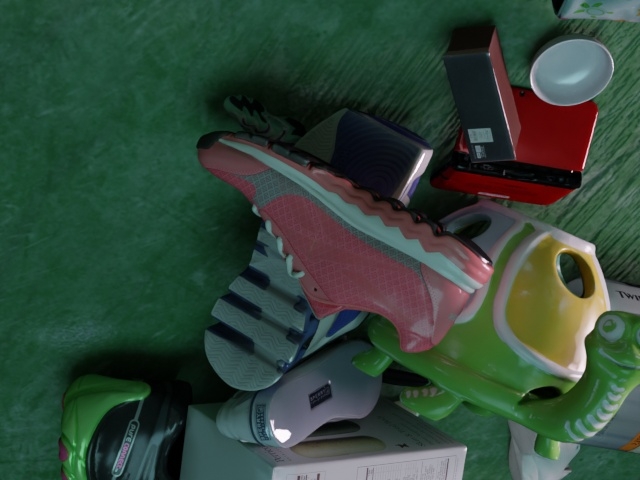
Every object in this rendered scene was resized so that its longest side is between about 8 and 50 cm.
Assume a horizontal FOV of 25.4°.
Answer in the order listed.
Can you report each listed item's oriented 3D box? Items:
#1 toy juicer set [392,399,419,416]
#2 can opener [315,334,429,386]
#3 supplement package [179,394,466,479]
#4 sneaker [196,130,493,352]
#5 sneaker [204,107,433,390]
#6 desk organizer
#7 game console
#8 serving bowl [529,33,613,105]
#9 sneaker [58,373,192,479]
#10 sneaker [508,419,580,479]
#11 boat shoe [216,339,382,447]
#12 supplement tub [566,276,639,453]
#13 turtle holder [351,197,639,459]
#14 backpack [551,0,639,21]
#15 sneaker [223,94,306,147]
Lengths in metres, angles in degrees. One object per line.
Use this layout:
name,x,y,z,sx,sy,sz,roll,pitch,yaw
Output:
toy juicer set,0.026,0.332,1.868,0.209,0.089,0.329,4,110,3
can opener,0.046,0.143,1.703,0.186,0.073,0.059,4,96,-14
supplement package,-0.005,0.303,1.645,0.263,0.199,0.198,-1,105,-34
sneaker,0.000,0.000,1.349,0.314,0.116,0.136,29,95,14
sneaker,0.004,0.009,1.509,0.127,0.182,0.315,34,101,15
desk organizer,0.161,-0.144,1.398,0.047,0.050,0.130,-3,130,21
game console,0.201,-0.099,1.492,0.144,0.085,0.124,9,165,-13
serving bowl,0.246,-0.174,1.409,0.083,0.027,0.083,-3,136,-3
sneaker,-0.170,0.347,1.789,0.202,0.185,0.483,-10,137,10
sneaker,0.294,0.247,1.819,0.094,0.080,0.212,-14,143,-8
boat shoe,-0.020,0.165,1.573,0.084,0.095,0.258,-4,-178,32
supplement tub,0.421,0.159,1.647,0.316,0.193,0.193,10,133,-16
turtle holder,0.190,0.086,1.480,0.243,0.320,0.227,24,93,-7
backpack,0.258,-0.303,1.144,0.191,0.225,0.253,6,139,-4
sneaker,-0.070,-0.104,1.442,0.098,0.038,0.069,26,127,-27
